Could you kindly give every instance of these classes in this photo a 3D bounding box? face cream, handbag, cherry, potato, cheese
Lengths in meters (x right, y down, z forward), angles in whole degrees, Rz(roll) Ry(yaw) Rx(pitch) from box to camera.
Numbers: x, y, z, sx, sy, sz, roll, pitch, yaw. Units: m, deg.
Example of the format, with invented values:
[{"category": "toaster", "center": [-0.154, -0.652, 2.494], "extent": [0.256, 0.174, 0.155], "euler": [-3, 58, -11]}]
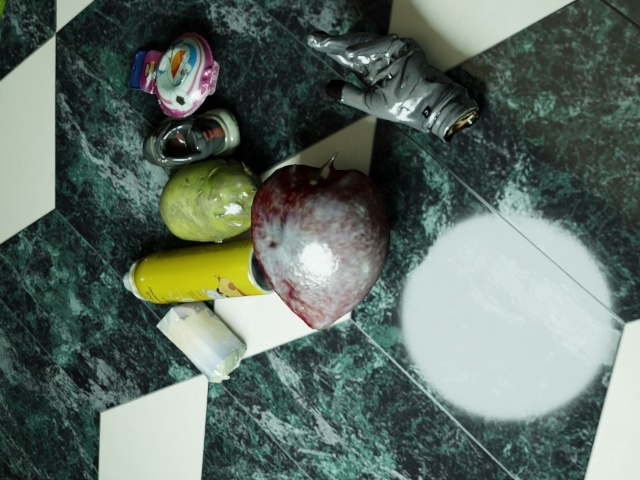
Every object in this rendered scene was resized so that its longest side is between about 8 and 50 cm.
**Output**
[{"category": "face cream", "center": [-0.235, 0.062, 1.618], "extent": [0.348, 0.105, 0.105], "euler": [-7, 100, 35]}, {"category": "handbag", "center": [-0.217, 0.195, 1.637], "extent": [0.173, 0.117, 0.095], "euler": [43, 112, 13]}, {"category": "cherry", "center": [0.000, 0.000, 1.384], "extent": [0.230, 0.203, 0.300], "euler": [10, 110, 27]}, {"category": "potato", "center": [-0.196, -0.071, 1.551], "extent": [0.251, 0.113, 0.149], "euler": [-13, 110, 48]}, {"category": "cheese", "center": [-0.266, -0.299, 1.548], "extent": [0.244, 0.062, 0.155], "euler": [16, 94, 41]}]

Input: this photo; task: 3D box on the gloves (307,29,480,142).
[{"category": "gloves", "center": [0.103, -0.237, 1.304], "extent": [0.285, 0.119, 0.142], "euler": [32, 120, 5]}]

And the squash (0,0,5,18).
[{"category": "squash", "center": [-0.743, -0.476, 1.699], "extent": [0.309, 0.310, 0.310], "euler": [-28, 88, 27]}]

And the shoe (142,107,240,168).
[{"category": "shoe", "center": [-0.254, -0.179, 1.555], "extent": [0.227, 0.112, 0.099], "euler": [-8, 101, 33]}]
